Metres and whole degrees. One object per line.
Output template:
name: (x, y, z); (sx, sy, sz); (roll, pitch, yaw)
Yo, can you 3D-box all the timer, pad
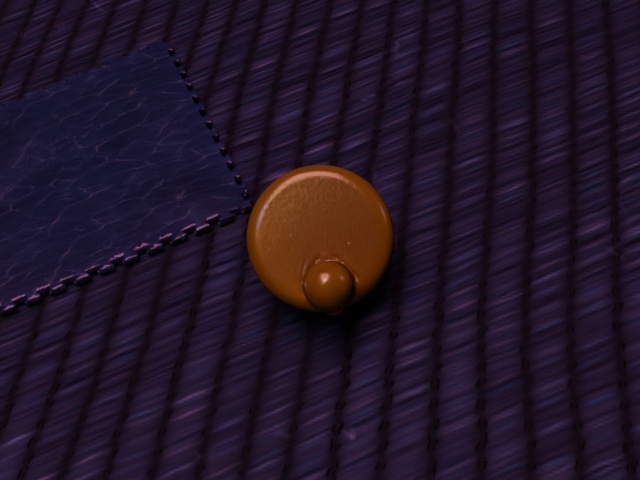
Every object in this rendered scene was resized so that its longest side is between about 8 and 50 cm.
timer: (0.000, 0.000, 0.916); (0.107, 0.109, 0.107); (0, 88, 4)
pad: (-0.216, -0.056, 1.105); (0.269, 0.012, 0.269); (-24, 45, -7)
